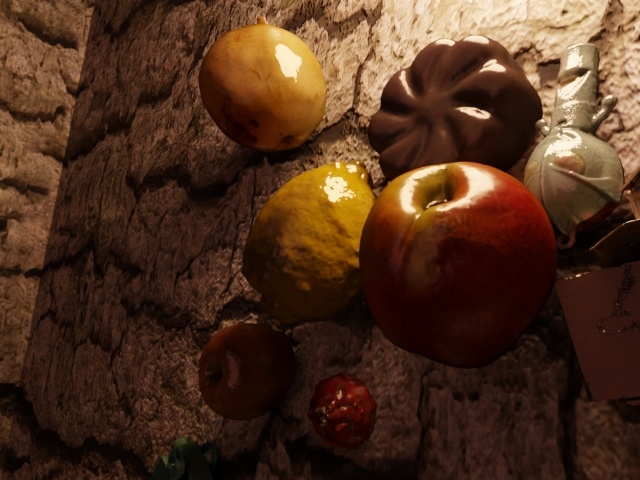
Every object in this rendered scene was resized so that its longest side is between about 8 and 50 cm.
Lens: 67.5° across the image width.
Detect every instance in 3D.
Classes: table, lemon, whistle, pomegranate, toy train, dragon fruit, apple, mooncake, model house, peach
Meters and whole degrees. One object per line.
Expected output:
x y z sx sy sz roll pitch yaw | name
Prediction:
0.436 0.118 0.600 0.193 0.169 0.172 -21 64 35 | table
-0.003 0.007 0.955 0.285 0.285 0.316 17 47 43 | lemon
0.396 -0.148 0.751 0.142 0.134 0.346 124 161 -72 | whistle
-0.134 -0.373 1.150 0.319 0.319 0.319 -13 70 38 | pomegranate
-0.301 0.632 1.142 0.298 0.120 0.194 50 118 38 | toy train
0.018 0.334 0.948 0.153 0.111 0.153 -16 64 36 | dragon fruit
-0.164 0.289 1.067 0.211 0.188 0.211 -15 69 42 | apple
0.237 -0.223 0.886 0.306 0.154 0.305 -10 74 39 | mooncake
0.447 -0.058 0.614 0.207 0.219 0.135 -20 60 35 | model house
0.203 0.045 0.735 0.308 0.332 0.307 -10 44 9 | peach
